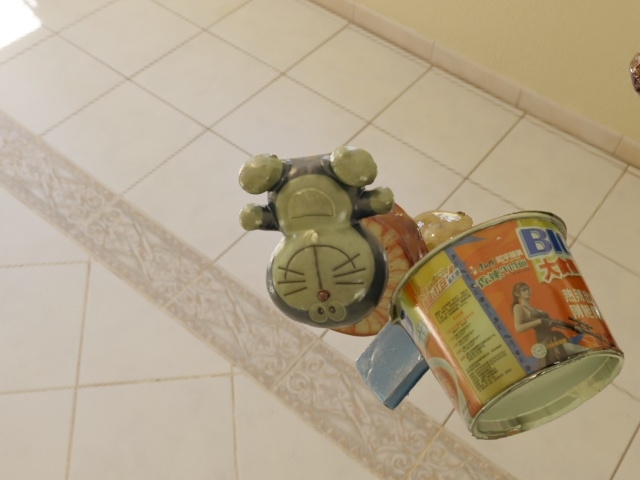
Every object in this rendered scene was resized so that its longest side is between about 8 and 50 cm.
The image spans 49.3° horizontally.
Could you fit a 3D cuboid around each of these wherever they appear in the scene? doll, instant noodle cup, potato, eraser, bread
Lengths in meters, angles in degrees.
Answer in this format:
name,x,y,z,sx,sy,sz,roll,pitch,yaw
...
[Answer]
name,x,y,z,sx,sy,sz,roll,pitch,yaw
doll,0.000,0.000,1.015,0.228,0.154,0.259,-7,87,8
instant noodle cup,0.270,0.130,0.982,0.296,0.296,0.214,-14,54,-14
potato,0.236,0.026,1.690,0.115,0.299,0.239,30,62,-6
eraser,0.198,0.174,1.373,0.312,0.042,0.144,-51,34,6
bread,0.086,0.063,1.559,0.327,0.295,0.114,-13,11,33

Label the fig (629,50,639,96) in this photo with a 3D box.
name,x,y,z,sx,sy,sz,roll,pitch,yaw
fig,0.562,-0.280,1.113,0.088,0.125,0.089,23,56,-38
